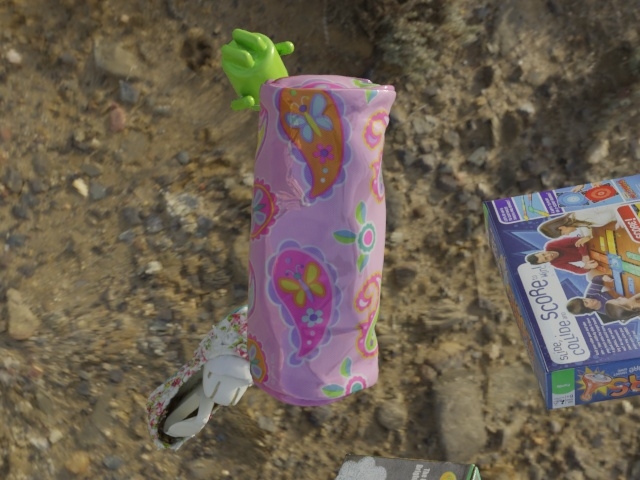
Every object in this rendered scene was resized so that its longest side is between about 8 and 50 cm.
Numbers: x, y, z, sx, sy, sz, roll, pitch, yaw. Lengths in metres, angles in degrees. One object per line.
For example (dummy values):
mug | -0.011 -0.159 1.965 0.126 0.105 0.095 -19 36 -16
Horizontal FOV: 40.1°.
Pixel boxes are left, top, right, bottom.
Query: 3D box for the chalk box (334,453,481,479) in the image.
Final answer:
chalk box | 0.117 0.335 0.974 0.132 0.213 0.132 -56 136 -48

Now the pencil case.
pencil case | 0.000 0.000 0.766 0.124 0.124 0.284 -2 101 -21

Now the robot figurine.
robot figurine | -0.077 -0.202 1.054 0.067 0.115 0.101 22 71 26

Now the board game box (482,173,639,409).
board game box | 0.202 0.027 0.624 0.136 0.201 0.035 -9 125 5

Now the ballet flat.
ballet flat | -0.122 0.168 1.000 0.091 0.241 0.077 25 39 -23
